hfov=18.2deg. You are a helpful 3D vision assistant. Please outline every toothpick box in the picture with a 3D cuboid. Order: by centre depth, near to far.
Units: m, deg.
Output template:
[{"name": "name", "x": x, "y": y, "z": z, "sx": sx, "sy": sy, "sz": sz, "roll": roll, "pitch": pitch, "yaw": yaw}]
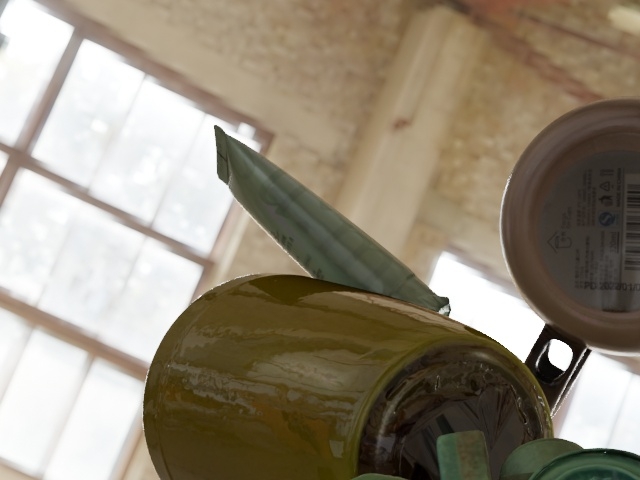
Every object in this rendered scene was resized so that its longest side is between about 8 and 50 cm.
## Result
[{"name": "toothpick box", "x": 0.019, "y": 0.113, "z": 1.209, "sx": 0.175, "sy": 0.175, "sz": 0.271, "roll": 30, "pitch": -11, "yaw": -26}]

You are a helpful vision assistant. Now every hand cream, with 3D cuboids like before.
[{"name": "hand cream", "x": 0.000, "y": 0.000, "z": 1.373, "sx": 0.205, "sy": 0.050, "sz": 0.078, "roll": 41, "pitch": -19, "yaw": 17}]

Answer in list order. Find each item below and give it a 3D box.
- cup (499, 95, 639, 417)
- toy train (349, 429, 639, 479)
[{"name": "cup", "x": 0.207, "y": 0.017, "z": 1.429, "sx": 0.191, "sy": 0.253, "sz": 0.200, "roll": 32, "pitch": 7, "yaw": 10}, {"name": "toy train", "x": 0.068, "y": 0.206, "z": 0.797, "sx": 0.194, "sy": 0.298, "sz": 0.120, "roll": -8, "pitch": -49, "yaw": 2}]
